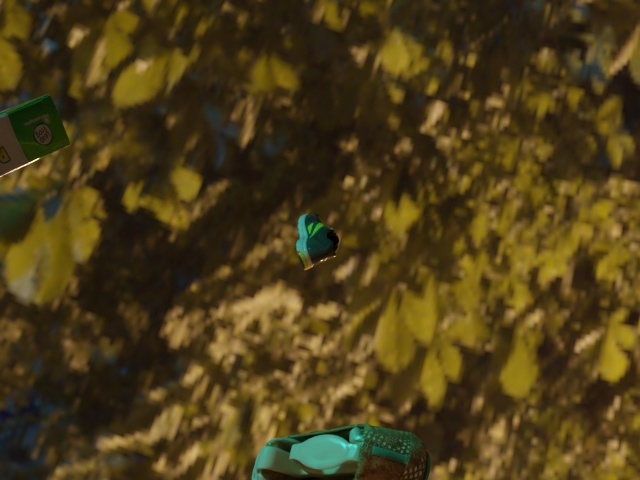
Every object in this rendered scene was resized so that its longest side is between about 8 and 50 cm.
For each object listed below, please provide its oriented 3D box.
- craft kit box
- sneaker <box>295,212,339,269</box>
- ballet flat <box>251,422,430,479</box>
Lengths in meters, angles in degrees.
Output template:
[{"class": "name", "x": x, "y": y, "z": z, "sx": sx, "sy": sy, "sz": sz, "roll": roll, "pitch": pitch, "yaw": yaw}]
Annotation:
[{"class": "craft kit box", "x": -0.386, "y": -0.042, "z": 1.539, "sx": 0.250, "sy": 0.246, "sz": 0.061, "roll": -14, "pitch": -75, "yaw": 43}, {"class": "sneaker", "x": 0.000, "y": 0.000, "z": 1.515, "sx": 0.035, "sy": 0.083, "sz": 0.031, "roll": -13, "pitch": -64, "yaw": 9}, {"class": "ballet flat", "x": -0.005, "y": 0.166, "z": 1.312, "sx": 0.067, "sy": 0.073, "sz": 0.206, "roll": 26, "pitch": -29, "yaw": -31}]
